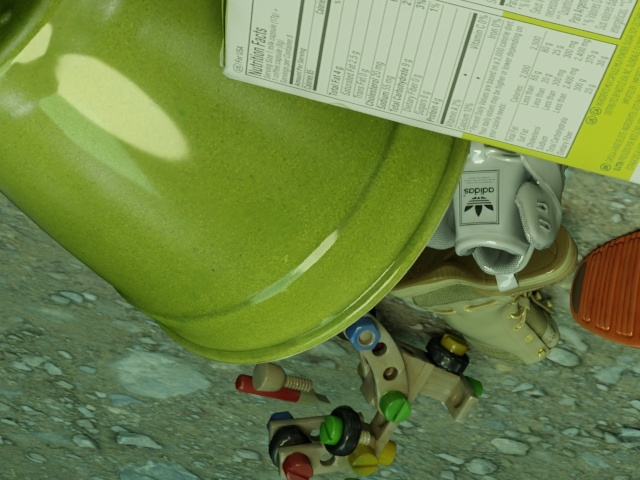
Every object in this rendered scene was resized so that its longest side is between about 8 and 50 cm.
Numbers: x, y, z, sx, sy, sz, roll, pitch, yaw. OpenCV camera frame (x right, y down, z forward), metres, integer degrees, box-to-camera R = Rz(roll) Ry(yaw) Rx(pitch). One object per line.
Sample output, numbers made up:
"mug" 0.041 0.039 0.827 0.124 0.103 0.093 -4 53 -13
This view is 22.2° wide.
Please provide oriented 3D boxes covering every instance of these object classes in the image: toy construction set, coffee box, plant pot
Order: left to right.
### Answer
"plant pot" -0.129 -0.135 1.241 0.367 0.366 0.353 -10 151 38
"toy construction set" 0.061 0.202 2.094 0.237 0.257 0.309 15 175 -28
"coffee box" 0.139 -0.285 1.009 0.335 0.337 0.338 14 153 2

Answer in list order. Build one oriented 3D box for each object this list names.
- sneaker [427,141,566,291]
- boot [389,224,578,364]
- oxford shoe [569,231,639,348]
"sneaker" 0.149 -0.114 1.448 0.137 0.210 0.366 2 149 22
"boot" 0.222 0.061 1.853 0.262 0.095 0.203 -13 141 43
"oxford shoe" 0.420 0.065 1.722 0.133 0.129 0.364 19 169 -37
